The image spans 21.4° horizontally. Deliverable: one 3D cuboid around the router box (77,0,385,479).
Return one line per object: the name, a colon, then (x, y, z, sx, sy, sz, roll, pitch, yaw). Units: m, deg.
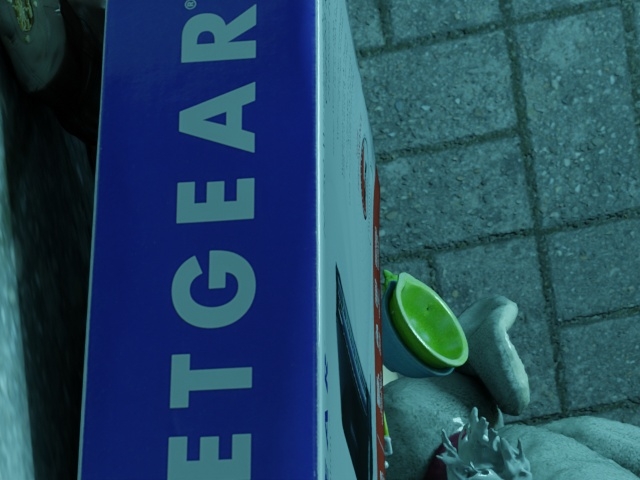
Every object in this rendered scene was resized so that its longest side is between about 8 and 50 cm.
router box: (-0.023, 0.067, 0.705, 0.301, 0.082, 0.335, 75, 14, -65)

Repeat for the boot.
boot: (-0.107, -0.098, 0.672, 0.114, 0.037, 0.106, 49, 27, -77)

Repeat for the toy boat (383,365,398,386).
toy boat: (0.029, 0.228, 1.464, 0.267, 0.148, 0.318, -108, 177, -61)

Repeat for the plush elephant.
plush elephant: (0.115, 0.194, 1.168, 0.330, 0.272, 0.255, 56, -8, -32)

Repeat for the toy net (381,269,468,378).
toy net: (0.000, 0.000, 1.086, 0.232, 0.045, 0.122, 38, 31, -23)

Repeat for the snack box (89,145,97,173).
snack box: (-0.100, -0.079, 0.861, 0.178, 0.022, 0.064, -93, 172, -78)

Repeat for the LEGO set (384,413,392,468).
LEGO set: (-0.023, 0.070, 0.994, 0.132, 0.107, 0.287, -97, 175, -66)
